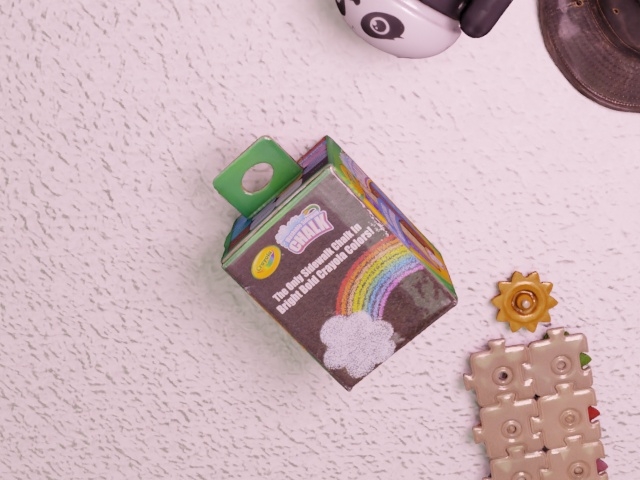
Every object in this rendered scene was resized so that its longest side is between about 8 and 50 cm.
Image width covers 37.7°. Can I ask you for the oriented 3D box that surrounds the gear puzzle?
[{"bbox_3d":[0.285,0.200,1.277,0.175,0.044,0.339,-11,104,4],"label":"gear puzzle"}]

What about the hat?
[{"bbox_3d":[0.410,-0.303,1.078,0.331,0.134,0.331,-1,106,-2],"label":"hat"}]

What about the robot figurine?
[{"bbox_3d":[0.128,-0.336,1.029,0.173,0.209,0.278,26,114,-17],"label":"robot figurine"}]

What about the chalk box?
[{"bbox_3d":[0.000,0.000,1.138,0.180,0.179,0.289,-41,102,11],"label":"chalk box"}]
